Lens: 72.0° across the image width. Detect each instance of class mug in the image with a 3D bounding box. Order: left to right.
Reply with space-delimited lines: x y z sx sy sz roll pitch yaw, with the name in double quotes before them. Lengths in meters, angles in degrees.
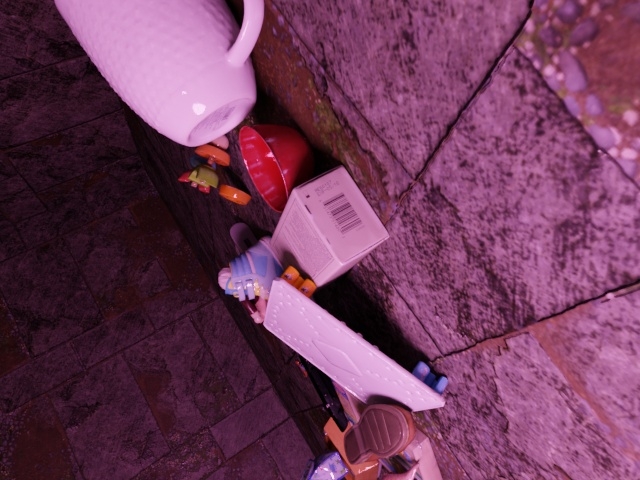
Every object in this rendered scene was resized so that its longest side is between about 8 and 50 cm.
"mug" -0.251 -0.383 0.816 0.374 0.276 0.328 -31 94 39

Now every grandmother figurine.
"grandmother figurine" -0.248 0.200 1.562 0.208 0.104 0.342 57 -179 41

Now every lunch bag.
"lunch bag" 0.000 0.779 1.480 0.096 0.151 0.129 56 159 13

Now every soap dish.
"soap dish" 0.110 0.761 1.582 0.229 0.118 0.291 46 155 35

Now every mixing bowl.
"mixing bowl" -0.074 -0.158 0.872 0.181 0.098 0.181 48 156 29

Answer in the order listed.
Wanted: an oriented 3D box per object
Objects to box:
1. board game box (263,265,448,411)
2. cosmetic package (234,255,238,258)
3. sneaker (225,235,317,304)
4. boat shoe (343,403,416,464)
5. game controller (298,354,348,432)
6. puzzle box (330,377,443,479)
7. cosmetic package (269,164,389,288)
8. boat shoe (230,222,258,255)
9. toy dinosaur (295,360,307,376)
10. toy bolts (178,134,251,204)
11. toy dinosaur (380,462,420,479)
"board game box" 0.048 0.246 0.993 0.390 0.050 0.390 35 155 6
"cosmetic package" -0.315 0.119 1.850 0.060 0.041 0.115 20 135 59
"sneaker" -0.157 0.156 1.304 0.319 0.208 0.127 52 156 21
"boat shoe" 0.152 0.445 1.027 0.307 0.104 0.111 122 142 -54
"game controller" 0.004 0.521 1.533 0.319 0.067 0.166 -137 27 -65
"puzzle box" 0.186 0.560 1.249 0.409 0.052 0.272 18 132 61
"cosmetic package" 0.000 0.000 0.883 0.160 0.113 0.309 58 159 7
"boat shoe" -0.236 0.060 1.526 0.267 0.096 0.088 52 161 26
"toy dinosaur" -0.068 0.499 1.727 0.082 0.090 0.047 22 -172 -25
"toy bolts" -0.310 -0.225 1.351 0.218 0.159 0.228 26 171 -39
"toy dinosaur" 0.198 0.650 1.106 0.200 0.127 0.296 37 143 60
